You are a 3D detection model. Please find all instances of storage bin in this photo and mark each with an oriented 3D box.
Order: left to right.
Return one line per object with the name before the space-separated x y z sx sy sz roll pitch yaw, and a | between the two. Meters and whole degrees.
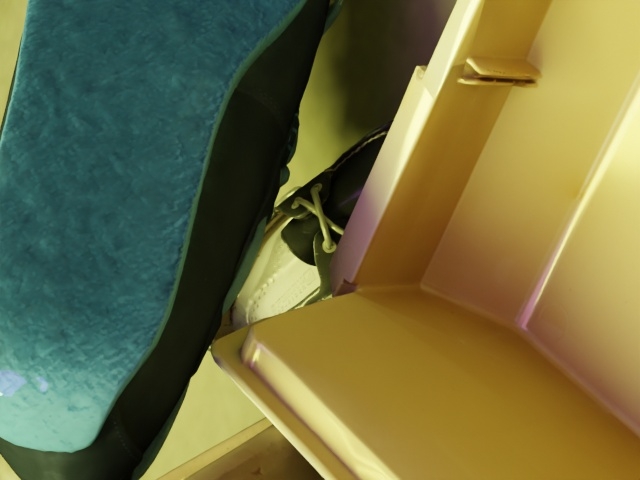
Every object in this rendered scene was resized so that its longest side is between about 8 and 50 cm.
storage bin | 0.121 -0.020 0.442 0.260 0.123 0.262 42 120 36

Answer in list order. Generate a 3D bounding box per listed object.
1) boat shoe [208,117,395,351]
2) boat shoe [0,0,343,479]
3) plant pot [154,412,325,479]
boat shoe | 0.000 0.000 0.625 0.125 0.038 0.046 -42 63 38
boat shoe | -0.060 -0.032 0.585 0.109 0.258 0.089 14 142 12
plant pot | -0.047 0.205 0.565 0.263 0.263 0.229 -33 88 41
